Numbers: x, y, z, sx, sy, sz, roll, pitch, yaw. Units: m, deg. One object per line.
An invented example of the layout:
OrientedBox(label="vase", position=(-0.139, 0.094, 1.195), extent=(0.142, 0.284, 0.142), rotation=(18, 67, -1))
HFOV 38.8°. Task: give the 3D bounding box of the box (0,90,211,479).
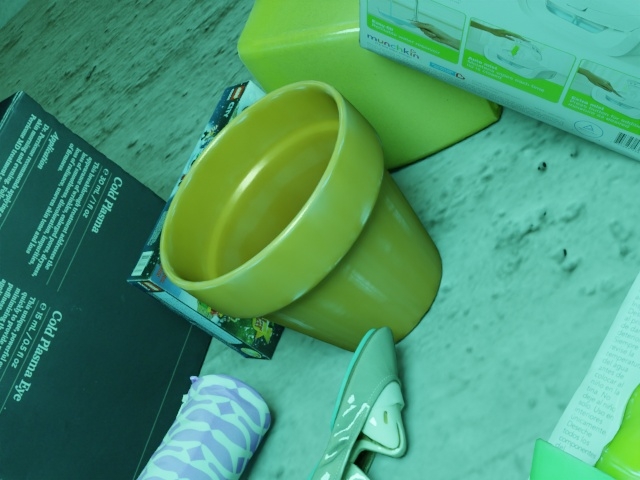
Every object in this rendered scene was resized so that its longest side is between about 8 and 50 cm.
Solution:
OrientedBox(label="box", position=(-0.293, 0.089, 0.932), extent=(0.179, 0.312, 0.343), rotation=(-13, 48, 43))

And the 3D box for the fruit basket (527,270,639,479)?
OrientedBox(label="fruit basket", position=(0.257, 0.103, 0.409), extent=(0.353, 0.165, 0.327), rotation=(-56, 34, -9))

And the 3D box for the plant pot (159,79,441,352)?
OrientedBox(label="plant pot", position=(0.000, 0.000, 0.785), extent=(0.205, 0.188, 0.205), rotation=(-31, 38, 27))

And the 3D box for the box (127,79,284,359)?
OrientedBox(label="box", position=(-0.073, -0.020, 0.915), extent=(0.044, 0.159, 0.233), rotation=(-6, 54, 49))

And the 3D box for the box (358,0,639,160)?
OrientedBox(label="box", position=(0.164, -0.192, 0.637), extent=(0.262, 0.231, 0.126), rotation=(25, 73, 12))

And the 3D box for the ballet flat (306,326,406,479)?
OrientedBox(label="ballet flat", position=(0.031, 0.172, 0.711), extent=(0.068, 0.072, 0.213), rotation=(18, 71, 26))

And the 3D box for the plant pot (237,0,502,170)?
OrientedBox(label="plant pot", position=(0.077, -0.204, 0.890), extent=(0.187, 0.212, 0.212), rotation=(-3, 55, 33))

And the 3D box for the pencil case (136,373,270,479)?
OrientedBox(label="pencil case", position=(-0.120, 0.203, 0.776), extent=(0.086, 0.088, 0.206), rotation=(102, -164, -44))
